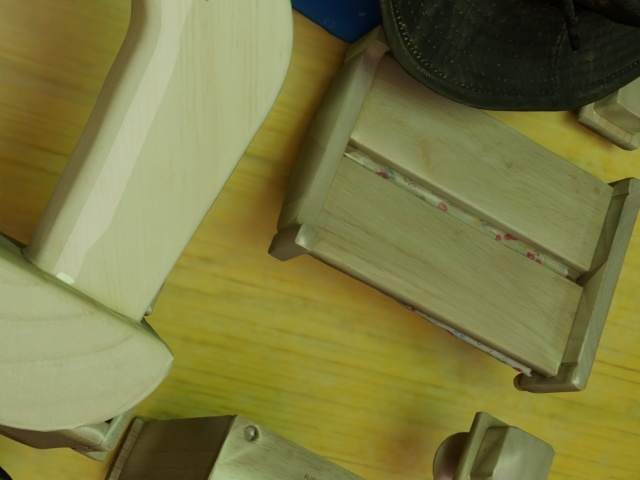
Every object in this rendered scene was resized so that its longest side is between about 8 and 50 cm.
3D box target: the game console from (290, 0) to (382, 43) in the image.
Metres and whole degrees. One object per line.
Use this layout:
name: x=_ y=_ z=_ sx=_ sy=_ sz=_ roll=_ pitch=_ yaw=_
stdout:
game console: x=-0.009 y=-0.301 z=0.680 sx=0.293 sy=0.173 sz=0.250 roll=32 pitch=124 yaw=-18

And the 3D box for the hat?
hat: x=0.181 y=-0.188 z=0.601 sx=0.331 sy=0.134 sz=0.331 roll=-19 pitch=123 yaw=-31

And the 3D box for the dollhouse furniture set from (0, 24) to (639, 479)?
dollhouse furniture set: x=0.000 y=0.000 z=0.738 sx=0.303 sy=0.174 sz=0.356 roll=29 pitch=70 yaw=-18

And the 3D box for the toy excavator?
toy excavator: x=-0.064 y=-0.200 z=0.478 sx=0.433 sy=0.222 sz=0.445 roll=-35 pitch=113 yaw=-11

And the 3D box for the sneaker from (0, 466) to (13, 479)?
sneaker: x=-0.248 y=0.189 z=0.718 sx=0.178 sy=0.072 sz=0.077 roll=-34 pitch=120 yaw=4
